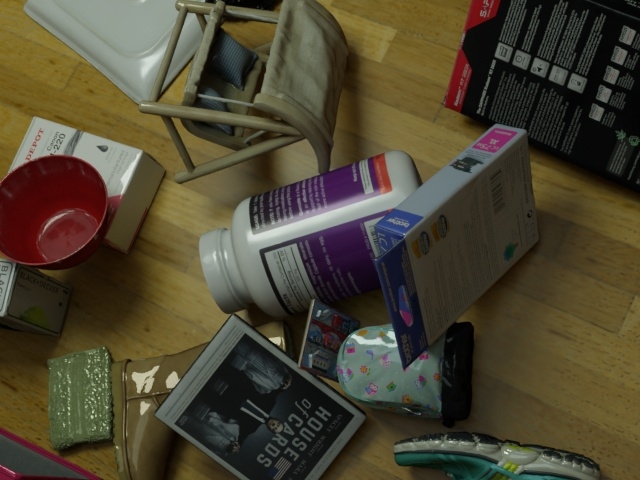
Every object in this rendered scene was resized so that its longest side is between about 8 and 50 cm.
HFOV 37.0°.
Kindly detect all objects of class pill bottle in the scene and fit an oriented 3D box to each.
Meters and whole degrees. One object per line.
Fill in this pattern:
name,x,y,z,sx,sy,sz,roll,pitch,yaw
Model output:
pill bottle,0.000,0.000,1.361,0.323,0.181,0.181,-17,70,9

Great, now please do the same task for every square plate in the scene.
square plate,-0.308,-0.453,1.652,0.344,0.049,0.347,39,86,21

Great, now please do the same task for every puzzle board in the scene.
puzzle board,0.015,0.145,1.342,0.011,0.128,0.096,2,73,35

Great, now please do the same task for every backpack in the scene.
backpack,0.115,0.172,1.314,0.182,0.115,0.152,2,76,17

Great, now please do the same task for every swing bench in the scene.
swing bench,-0.101,-0.236,1.429,0.254,0.165,0.253,-4,50,15

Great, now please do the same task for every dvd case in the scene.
dvd case,-0.082,0.241,1.327,0.238,0.029,0.179,38,91,-5

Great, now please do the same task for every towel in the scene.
towel,-0.366,0.241,1.466,0.110,0.027,0.148,-12,70,10

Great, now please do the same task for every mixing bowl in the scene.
mixing bowl,-0.386,-0.025,1.409,0.181,0.098,0.181,-3,63,6

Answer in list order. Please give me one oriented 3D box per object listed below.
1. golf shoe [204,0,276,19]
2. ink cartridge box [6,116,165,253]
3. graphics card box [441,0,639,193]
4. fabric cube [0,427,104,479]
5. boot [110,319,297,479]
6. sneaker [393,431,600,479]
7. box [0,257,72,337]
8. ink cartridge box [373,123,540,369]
golf shoe,-0.098,-0.430,1.581,0.198,0.077,0.094,-14,66,-1
ink cartridge box,-0.387,-0.091,1.539,0.218,0.092,0.159,18,79,21
graphics card box,0.371,-0.225,1.311,0.371,0.233,0.094,28,38,22
fabric cube,-0.508,0.398,1.330,0.254,0.259,0.258,22,80,19
boot,-0.161,0.252,1.378,0.269,0.089,0.236,-12,77,7
sneaker,0.224,0.314,1.252,0.275,0.107,0.110,10,86,17
box,-0.561,0.076,1.492,0.290,0.169,0.087,6,75,16
ink cartridge box,0.171,0.003,1.247,0.065,0.186,0.311,19,47,40
